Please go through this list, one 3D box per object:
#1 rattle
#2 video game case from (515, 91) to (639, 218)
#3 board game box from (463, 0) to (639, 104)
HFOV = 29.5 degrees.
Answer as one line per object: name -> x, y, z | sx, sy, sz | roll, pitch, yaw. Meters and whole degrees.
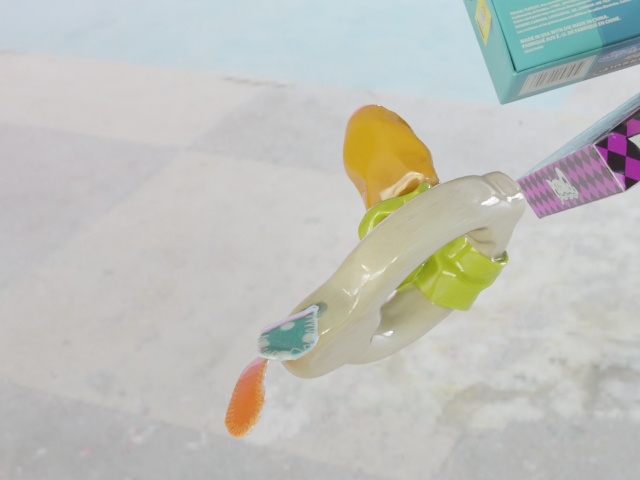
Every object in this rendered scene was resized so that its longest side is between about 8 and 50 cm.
rattle -> 0.000, 0.000, 0.635 | 0.200, 0.130, 0.142 | -26, 79, -28
video game case -> 0.246, -0.094, 0.822 | 0.210, 0.041, 0.232 | -34, -1, -4
board game box -> 0.217, -0.308, 0.996 | 0.254, 0.336, 0.079 | -16, -12, -4
